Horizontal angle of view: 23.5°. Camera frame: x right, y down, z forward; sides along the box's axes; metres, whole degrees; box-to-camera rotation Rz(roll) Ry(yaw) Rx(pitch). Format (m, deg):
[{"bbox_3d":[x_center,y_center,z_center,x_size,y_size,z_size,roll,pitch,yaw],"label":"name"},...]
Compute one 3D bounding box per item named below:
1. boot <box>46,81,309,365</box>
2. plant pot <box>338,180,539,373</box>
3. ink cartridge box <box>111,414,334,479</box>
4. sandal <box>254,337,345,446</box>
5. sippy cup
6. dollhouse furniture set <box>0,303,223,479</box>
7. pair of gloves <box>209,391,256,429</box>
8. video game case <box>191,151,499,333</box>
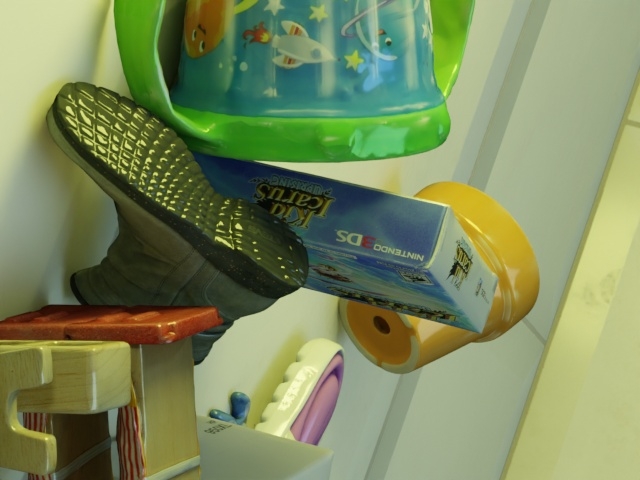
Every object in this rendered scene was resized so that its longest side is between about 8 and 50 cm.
[{"bbox_3d":[-0.143,0.002,1.172,0.161,0.246,0.083,-35,-152,32],"label":"boot"},{"bbox_3d":[0.130,0.060,1.871,0.188,0.205,0.205,-36,142,-35],"label":"plant pot"},{"bbox_3d":[-0.130,0.382,1.389,0.285,0.166,0.395,-11,111,-72],"label":"ink cartridge box"},{"bbox_3d":[-0.038,0.290,1.651,0.169,0.102,0.416,74,33,-59],"label":"sandal"},{"bbox_3d":[-0.010,-0.191,1.235,0.305,0.240,0.224,-43,135,-72],"label":"sippy cup"},{"bbox_3d":[-0.196,0.157,1.010,0.374,0.152,0.201,-11,99,-70],"label":"dollhouse furniture set"},{"bbox_3d":[-0.108,0.257,1.621,0.198,0.023,0.159,-70,161,-6],"label":"pair of gloves"},{"bbox_3d":[0.000,0.000,1.321,0.244,0.269,0.061,41,64,-69],"label":"video game case"}]
